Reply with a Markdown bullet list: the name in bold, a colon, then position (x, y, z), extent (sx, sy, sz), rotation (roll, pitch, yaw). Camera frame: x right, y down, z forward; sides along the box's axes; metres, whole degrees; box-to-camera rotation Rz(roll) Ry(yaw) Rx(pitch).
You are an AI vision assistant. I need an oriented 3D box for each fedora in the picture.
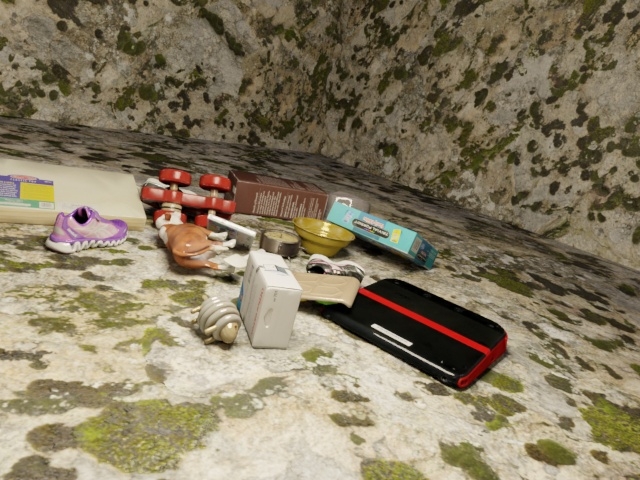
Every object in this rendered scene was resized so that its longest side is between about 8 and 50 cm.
- **fedora**: position (0.108, -0.140, 2.224), extent (0.275, 0.124, 0.244), rotation (8, 16, -20)

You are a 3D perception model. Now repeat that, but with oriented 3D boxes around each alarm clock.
- **alarm clock**: position (-0.138, 0.002, 1.639), extent (0.129, 0.064, 0.192), rotation (1, 22, -37)

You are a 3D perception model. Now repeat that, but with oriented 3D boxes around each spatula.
- **spatula**: position (-0.146, 0.083, 1.366), extent (0.168, 0.019, 0.242), rotation (34, 13, 8)

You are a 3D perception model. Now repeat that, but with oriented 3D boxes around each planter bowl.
- **planter bowl**: position (0.000, 0.000, 1.711), extent (0.217, 0.091, 0.217), rotation (15, 14, -4)

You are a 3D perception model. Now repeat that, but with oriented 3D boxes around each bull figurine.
- **bull figurine**: position (-0.342, 0.004, 1.392), extent (0.188, 0.101, 0.310), rotation (9, 16, -24)

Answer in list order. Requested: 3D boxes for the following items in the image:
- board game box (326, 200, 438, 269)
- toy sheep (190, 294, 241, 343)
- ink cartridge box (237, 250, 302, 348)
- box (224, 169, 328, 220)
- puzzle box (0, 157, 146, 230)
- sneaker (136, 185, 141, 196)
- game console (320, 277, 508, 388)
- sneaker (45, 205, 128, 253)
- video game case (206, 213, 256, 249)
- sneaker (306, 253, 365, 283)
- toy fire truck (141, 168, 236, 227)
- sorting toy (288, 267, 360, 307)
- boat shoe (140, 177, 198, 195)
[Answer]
- **board game box**: position (0.222, -0.015, 1.831), extent (0.336, 0.079, 0.253), rotation (24, -3, 33)
- **toy sheep**: position (-0.207, 0.154, 1.026), extent (0.091, 0.091, 0.132), rotation (-3, 41, -46)
- **ink cartridge box**: position (-0.115, 0.124, 1.104), extent (0.082, 0.140, 0.191), rotation (9, 17, -23)
- **box**: position (-0.182, -0.176, 2.086), extent (0.381, 0.143, 0.191), rotation (9, 17, -23)
- **puzzle box**: position (-0.742, -0.134, 1.504), extent (0.408, 0.052, 0.272), rotation (4, 33, -32)
- **sneaker**: position (-0.660, -0.160, 1.752), extent (0.086, 0.064, 0.192), rotation (7, 15, -14)
- **game console**: position (0.241, 0.213, 1.278), extent (0.386, 0.060, 0.342), rotation (23, 24, 33)
- **sneaker**: position (-0.589, -0.039, 1.327), extent (0.095, 0.105, 0.236), rotation (18, 15, 20)
- **video game case**: position (-0.265, -0.023, 1.516), extent (0.143, 0.019, 0.157), rotation (22, -18, -6)
- **sneaker**: position (0.038, 0.098, 1.486), extent (0.178, 0.072, 0.077), rotation (10, 26, 18)
- **toy fire truck**: position (-0.429, -0.115, 1.681), extent (0.302, 0.170, 0.254), rotation (7, -9, -18)
- **sorting toy**: position (-0.012, 0.123, 1.304), extent (0.208, 0.038, 0.193), rotation (9, 14, 10)
- **boat shoe**: position (-0.526, -0.146, 1.826), extent (0.219, 0.078, 0.070), rotation (19, 48, -15)
